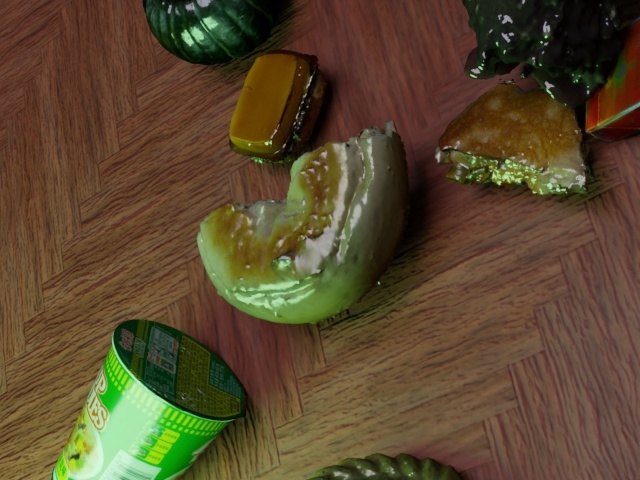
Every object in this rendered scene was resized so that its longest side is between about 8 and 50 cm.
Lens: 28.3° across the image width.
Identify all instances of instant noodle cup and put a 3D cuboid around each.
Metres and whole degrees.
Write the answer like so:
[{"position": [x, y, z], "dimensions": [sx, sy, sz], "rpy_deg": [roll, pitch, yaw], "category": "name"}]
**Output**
[{"position": [-0.240, 0.259, 1.698], "dimensions": [0.233, 0.207, 0.207], "rpy_deg": [-56, 49, 16], "category": "instant noodle cup"}]

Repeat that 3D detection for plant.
[{"position": [0.246, -0.264, 1.437], "dimensions": [0.204, 0.178, 0.234], "rpy_deg": [-117, 28, -53], "category": "plant"}]

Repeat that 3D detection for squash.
[{"position": [-0.160, -0.361, 1.866], "dimensions": [0.218, 0.172, 0.218], "rpy_deg": [-5, 52, 7], "category": "squash"}]

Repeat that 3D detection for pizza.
[{"position": [0.249, -0.115, 1.526], "dimensions": [0.226, 0.069, 0.147], "rpy_deg": [14, 61, 38], "category": "pizza"}]

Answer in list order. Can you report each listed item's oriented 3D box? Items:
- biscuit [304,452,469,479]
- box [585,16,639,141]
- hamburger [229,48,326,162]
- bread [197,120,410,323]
[{"position": [0.058, 0.306, 1.457], "dimensions": [0.273, 0.036, 0.187], "rpy_deg": [-10, 27, 12], "category": "biscuit"}, {"position": [0.367, -0.191, 1.421], "dimensions": [0.175, 0.048, 0.112], "rpy_deg": [151, 127, -62], "category": "box"}, {"position": [-0.058, -0.186, 1.776], "dimensions": [0.137, 0.087, 0.166], "rpy_deg": [17, 83, 42], "category": "hamburger"}, {"position": [0.004, 0.002, 1.601], "dimensions": [0.314, 0.171, 0.192], "rpy_deg": [-36, 57, 23], "category": "bread"}]
